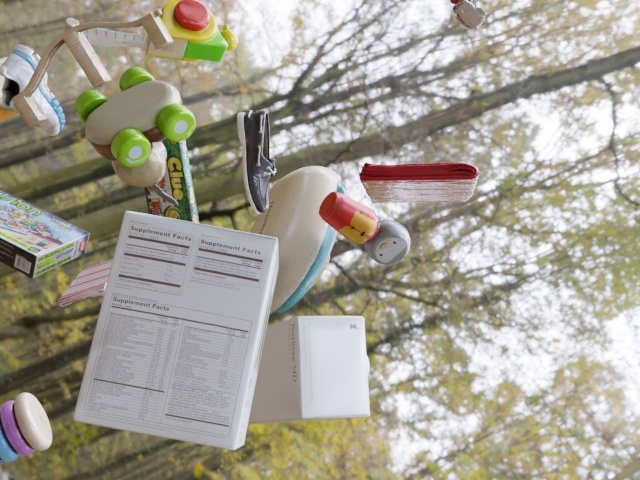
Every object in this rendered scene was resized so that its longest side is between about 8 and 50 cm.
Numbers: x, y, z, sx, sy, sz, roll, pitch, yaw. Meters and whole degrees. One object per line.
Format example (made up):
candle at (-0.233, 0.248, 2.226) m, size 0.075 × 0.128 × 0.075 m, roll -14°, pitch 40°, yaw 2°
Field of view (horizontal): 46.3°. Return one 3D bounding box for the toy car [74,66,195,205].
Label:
toy car at (-0.264, -0.139, 1.146) m, size 0.155 × 0.149 × 0.188 m, roll 43°, pitch -22°, yaw 36°

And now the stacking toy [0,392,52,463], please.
stacking toy at (-0.787, 0.474, 1.683) m, size 0.141 × 0.330 × 0.141 m, roll 62°, pitch -9°, yaw 18°

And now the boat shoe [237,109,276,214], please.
boat shoe at (-0.072, -0.095, 0.894) m, size 0.046 × 0.038 × 0.125 m, roll 35°, pitch 47°, yaw -80°

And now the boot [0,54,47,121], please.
boot at (-0.681, -0.253, 1.426) m, size 0.211 × 0.295 × 0.104 m, roll -6°, pitch -55°, yaw 34°

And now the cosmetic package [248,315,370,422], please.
cosmetic package at (-0.057, 0.274, 1.533) m, size 0.365 × 0.155 × 0.196 m, roll -30°, pitch -120°, yaw 59°

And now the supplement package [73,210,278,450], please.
supplement package at (-0.175, 0.125, 0.992) m, size 0.199 × 0.198 × 0.262 m, roll 102°, pitch -1°, yaw -76°

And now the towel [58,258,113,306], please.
towel at (-0.609, 0.109, 2.023) m, size 0.197 × 0.144 × 0.029 m, roll -80°, pitch 152°, yaw -65°

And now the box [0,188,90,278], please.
box at (-0.437, -0.023, 1.025) m, size 0.207 × 0.114 × 0.036 m, roll 25°, pitch -67°, yaw 11°

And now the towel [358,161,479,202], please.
towel at (0.177, -0.100, 1.344) m, size 0.275 × 0.199 × 0.031 m, roll 35°, pitch 56°, yaw -80°

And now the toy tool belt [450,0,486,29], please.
toy tool belt at (0.277, -0.443, 1.434) m, size 0.083 × 0.052 × 0.051 m, roll 37°, pitch 17°, yaw -13°

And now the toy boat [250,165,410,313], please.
toy boat at (0.000, 0.000, 1.194) m, size 0.148 × 0.267 × 0.318 m, roll 31°, pitch -22°, yaw -25°

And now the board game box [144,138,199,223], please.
board game box at (-0.359, -0.142, 1.750) m, size 0.136 × 0.030 × 0.259 m, roll 0°, pitch -74°, yaw 29°

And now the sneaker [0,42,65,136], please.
sneaker at (-0.511, -0.245, 1.300) m, size 0.071 × 0.083 × 0.190 m, roll 23°, pitch -32°, yaw 22°

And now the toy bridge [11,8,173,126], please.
toy bridge at (-0.245, -0.192, 0.784) m, size 0.063 × 0.188 × 0.026 m, roll 60°, pitch 12°, yaw -11°

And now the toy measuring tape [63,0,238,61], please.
toy measuring tape at (-0.316, -0.410, 1.421) m, size 0.121 × 0.330 × 0.121 m, roll -179°, pitch -90°, yaw -64°
